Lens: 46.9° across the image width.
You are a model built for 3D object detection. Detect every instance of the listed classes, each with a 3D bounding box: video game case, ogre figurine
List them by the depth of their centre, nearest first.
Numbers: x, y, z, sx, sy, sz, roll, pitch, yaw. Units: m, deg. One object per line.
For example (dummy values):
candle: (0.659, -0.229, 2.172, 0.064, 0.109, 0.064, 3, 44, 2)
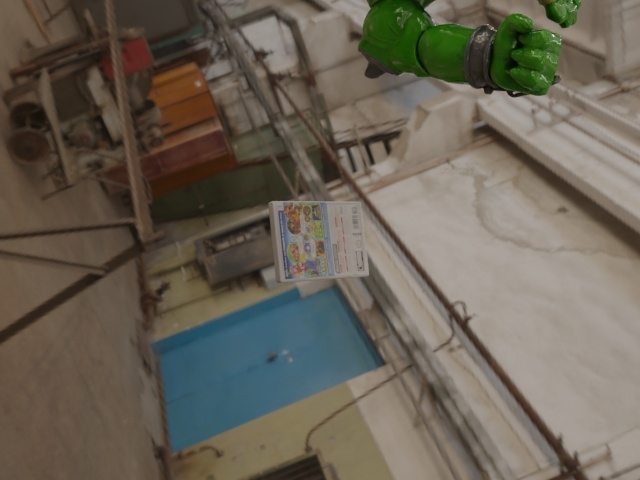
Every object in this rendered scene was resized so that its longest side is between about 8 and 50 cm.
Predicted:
ogre figurine: (0.072, -0.171, 0.410, 0.097, 0.118, 0.197, -22, 103, -51)
video game case: (0.000, 0.000, 0.812, 0.011, 0.122, 0.087, -13, -99, 52)
